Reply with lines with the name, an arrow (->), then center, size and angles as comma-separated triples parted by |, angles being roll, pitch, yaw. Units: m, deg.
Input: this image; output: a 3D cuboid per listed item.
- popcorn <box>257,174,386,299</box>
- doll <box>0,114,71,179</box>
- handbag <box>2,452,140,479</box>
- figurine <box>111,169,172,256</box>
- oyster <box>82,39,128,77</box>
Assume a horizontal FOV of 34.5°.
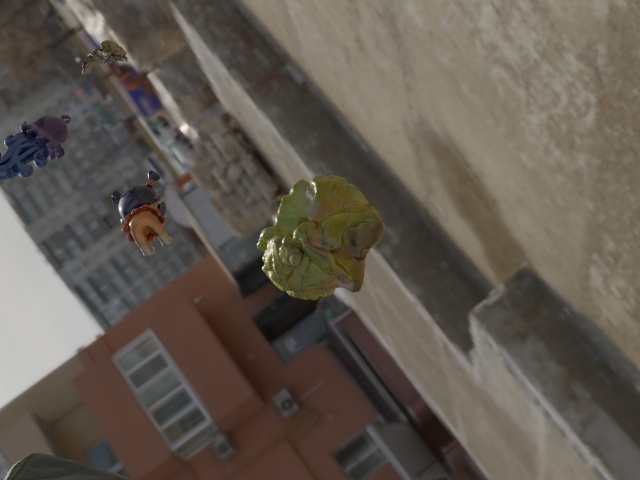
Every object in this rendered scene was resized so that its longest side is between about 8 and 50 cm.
popcorn -> 0.000, 0.000, 1.173 | 0.126, 0.145, 0.126 | 45, 167, 47
doll -> -0.543, -0.172, 1.928 | 0.110, 0.206, 0.067 | 34, 150, 19
handbag -> -0.328, 0.441, 1.348 | 0.263, 0.241, 0.222 | 17, -162, -6
figurine -> -0.348, -0.057, 2.062 | 0.102, 0.111, 0.195 | 63, 176, -25
oyster -> -0.267, -0.230, 1.281 | 0.093, 0.051, 0.034 | -10, 107, 45
